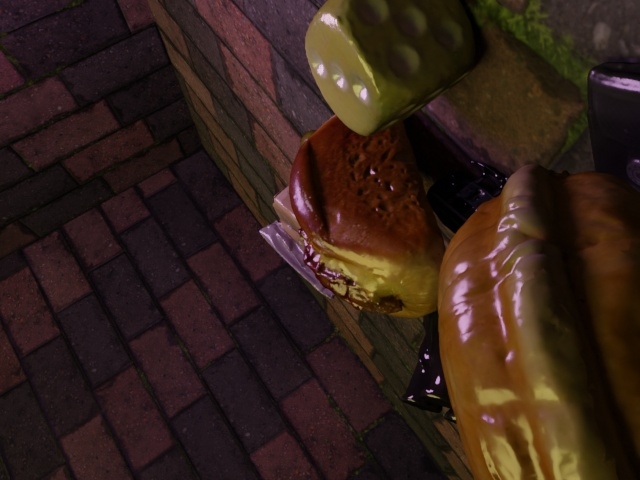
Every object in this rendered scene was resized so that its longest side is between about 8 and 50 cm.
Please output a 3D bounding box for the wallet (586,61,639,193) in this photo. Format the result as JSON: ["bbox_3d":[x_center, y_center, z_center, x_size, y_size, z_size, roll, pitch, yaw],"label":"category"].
[{"bbox_3d":[0.352,-0.056,0.500,0.168,0.052,0.245,43,164,55],"label":"wallet"}]

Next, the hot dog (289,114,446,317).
[{"bbox_3d":[0.067,-0.054,0.836,0.185,0.223,0.404,75,-175,-53],"label":"hot dog"}]

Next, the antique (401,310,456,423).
[{"bbox_3d":[0.260,0.191,0.874,0.185,0.254,0.322,15,158,7],"label":"antique"}]

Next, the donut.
[{"bbox_3d":[0.258,0.139,0.450,0.449,0.198,0.448,36,-136,-44],"label":"donut"}]

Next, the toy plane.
[{"bbox_3d":[0.285,0.003,0.762,0.381,0.106,0.155,46,169,34],"label":"toy plane"}]

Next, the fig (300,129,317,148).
[{"bbox_3d":[-0.008,-0.247,1.263,0.088,0.074,0.074,19,143,43],"label":"fig"}]

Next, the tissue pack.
[{"bbox_3d":[0.000,0.000,1.370,0.305,0.238,0.238,41,161,21],"label":"tissue pack"}]

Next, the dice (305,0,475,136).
[{"bbox_3d":[0.092,-0.257,0.675,0.169,0.169,0.166,57,167,-2],"label":"dice"}]
